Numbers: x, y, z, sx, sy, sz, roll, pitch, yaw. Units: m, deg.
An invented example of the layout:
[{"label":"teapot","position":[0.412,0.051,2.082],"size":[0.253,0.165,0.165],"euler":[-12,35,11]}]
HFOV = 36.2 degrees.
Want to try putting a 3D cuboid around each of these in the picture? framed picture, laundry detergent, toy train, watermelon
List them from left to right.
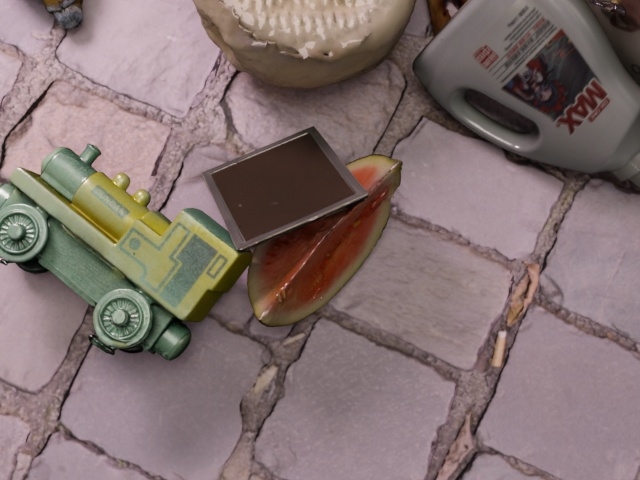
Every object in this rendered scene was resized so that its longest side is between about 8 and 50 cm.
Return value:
[{"label":"toy train","position":[-0.305,0.001,1.408],"size":[0.369,0.150,0.237],"euler":[38,90,7]},{"label":"framed picture","position":[-0.059,-0.079,1.433],"size":[0.197,0.014,0.252],"euler":[-23,34,-6]},{"label":"watermelon","position":[0.012,0.016,1.441],"size":[0.303,0.159,0.128],"euler":[-48,117,-10]},{"label":"laundry detergent","position":[0.357,-0.214,1.470],"size":[0.398,0.125,0.264],"euler":[42,120,-5]}]

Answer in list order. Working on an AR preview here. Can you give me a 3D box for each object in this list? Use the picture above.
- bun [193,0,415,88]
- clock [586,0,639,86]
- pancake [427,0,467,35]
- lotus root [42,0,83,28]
[{"label":"bun","position":[-0.030,-0.390,1.487],"size":[0.359,0.211,0.360],"euler":[1,87,-14]},{"label":"clock","position":[0.435,-0.348,1.425],"size":[0.067,0.325,0.325],"euler":[-39,80,-13]},{"label":"pancake","position":[0.243,-0.422,1.578],"size":[0.212,0.056,0.257],"euler":[-40,81,-9]},{"label":"lotus root","position":[-0.456,-0.488,1.542],"size":[0.158,0.140,0.322],"euler":[-24,81,-7]}]
